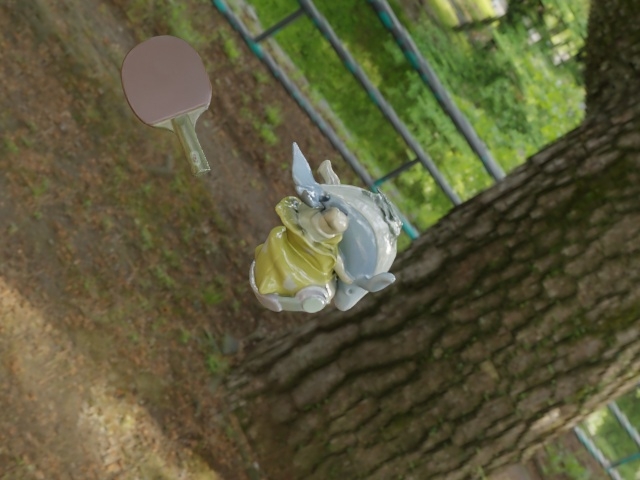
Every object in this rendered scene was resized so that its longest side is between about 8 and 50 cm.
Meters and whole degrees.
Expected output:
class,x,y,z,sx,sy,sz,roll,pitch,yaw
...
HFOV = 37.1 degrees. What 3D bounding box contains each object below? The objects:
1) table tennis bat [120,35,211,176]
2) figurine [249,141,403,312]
class,x,y,z,sx,sy,sz,roll,pitch,yaw
table tennis bat,-0.148,-0.137,0.974,0.013,0.087,0.156,104,-37,-76
figurine,0.000,0.000,1.050,0.128,0.184,0.208,-104,173,-53
